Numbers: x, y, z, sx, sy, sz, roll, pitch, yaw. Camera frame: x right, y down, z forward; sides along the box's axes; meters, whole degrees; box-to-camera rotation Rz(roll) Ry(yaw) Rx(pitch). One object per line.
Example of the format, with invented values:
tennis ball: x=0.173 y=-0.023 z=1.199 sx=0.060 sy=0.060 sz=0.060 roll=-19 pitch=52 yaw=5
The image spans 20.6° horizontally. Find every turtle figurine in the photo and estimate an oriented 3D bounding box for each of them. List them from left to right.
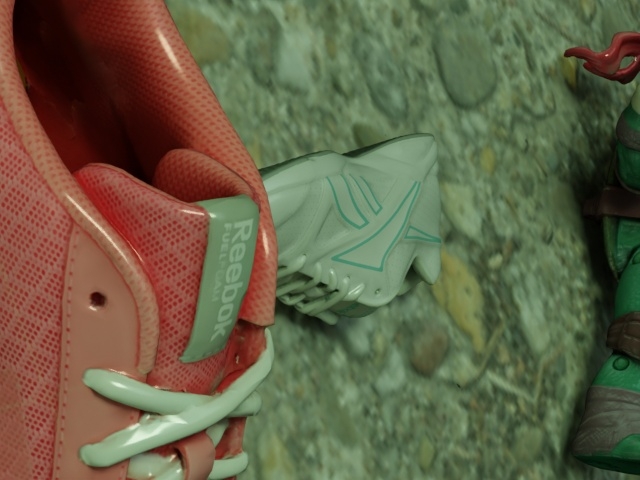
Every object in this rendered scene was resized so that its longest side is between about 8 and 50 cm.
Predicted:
turtle figurine: x=0.175 y=-0.007 z=0.772 sx=0.175 sy=0.118 sz=0.234 roll=18 pitch=79 yaw=-30

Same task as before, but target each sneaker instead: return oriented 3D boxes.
sneaker: x=-0.066 y=0.040 z=0.450 sx=0.116 sy=0.136 sz=0.314 roll=-18 pitch=92 yaw=-50
sneaker: x=0.000 y=0.000 z=0.610 sx=0.152 sy=0.053 sz=0.061 roll=-13 pitch=90 yaw=-52
